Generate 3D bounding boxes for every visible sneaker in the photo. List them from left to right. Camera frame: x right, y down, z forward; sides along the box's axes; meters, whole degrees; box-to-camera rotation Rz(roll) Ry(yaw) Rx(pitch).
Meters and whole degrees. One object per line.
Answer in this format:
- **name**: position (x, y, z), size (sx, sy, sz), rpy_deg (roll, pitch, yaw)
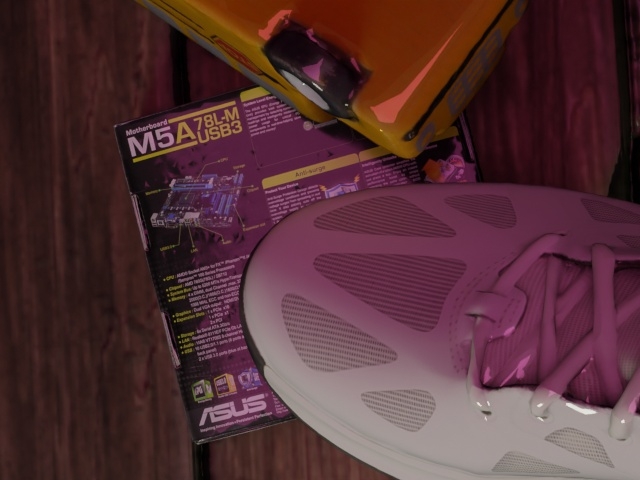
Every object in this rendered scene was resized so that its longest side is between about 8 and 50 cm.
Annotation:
- **sneaker**: position (0.157, 0.024, 0.547), size (0.448, 0.257, 0.169), rpy_deg (12, 70, 18)

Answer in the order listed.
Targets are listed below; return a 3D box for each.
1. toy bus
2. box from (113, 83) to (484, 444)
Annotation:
- **toy bus**: position (-0.056, -0.163, 0.695), size (0.333, 0.130, 0.108), rpy_deg (35, 85, 17)
- **box**: position (0.000, 0.000, 0.752), size (0.191, 0.045, 0.184), rpy_deg (-16, 83, 8)
